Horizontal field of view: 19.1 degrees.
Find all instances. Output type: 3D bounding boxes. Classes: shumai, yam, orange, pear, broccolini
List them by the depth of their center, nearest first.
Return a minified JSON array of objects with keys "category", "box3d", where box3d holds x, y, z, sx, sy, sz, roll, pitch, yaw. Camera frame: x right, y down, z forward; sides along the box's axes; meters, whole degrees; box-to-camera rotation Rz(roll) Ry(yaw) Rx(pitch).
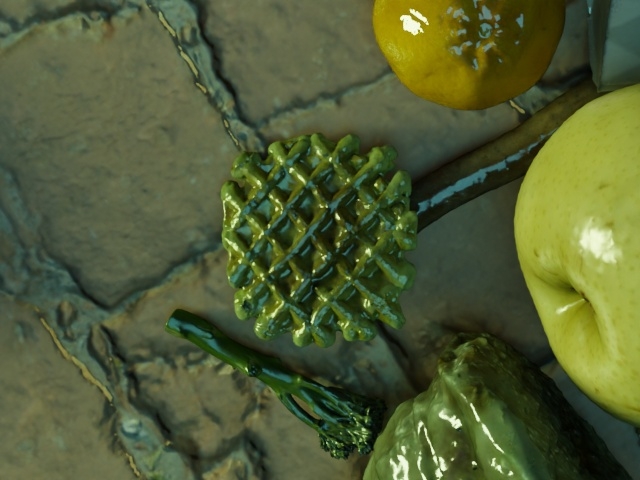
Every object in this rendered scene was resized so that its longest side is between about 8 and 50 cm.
[{"category":"pear","box3d":[0.316,0.009,1.534,0.309,0.309,0.309,-1,109,-4]},{"category":"orange","box3d":[0.122,-0.180,1.541,0.159,0.136,0.159,-2,109,-7]},{"category":"shumai","box3d":[0.130,0.260,1.621,0.263,0.304,0.309,-38,75,16]},{"category":"yam","box3d":[0.115,-0.043,1.637,0.327,0.045,0.045,-33,75,9]},{"category":"broccolini","box3d":[-0.044,0.126,1.689,0.216,0.058,0.067,27,70,-5]}]

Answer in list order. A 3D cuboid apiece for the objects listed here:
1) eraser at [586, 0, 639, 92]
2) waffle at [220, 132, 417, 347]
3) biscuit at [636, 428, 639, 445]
[{"category":"eraser","box3d":[0.426,-0.231,1.555,0.397,0.082,0.213,-1,128,-3]},{"category":"waffle","box3d":[0.000,0.000,1.618,0.169,0.036,0.183,-4,92,9]},{"category":"biscuit","box3d":[0.359,0.166,1.737,0.144,0.016,0.203,-23,108,4]}]
